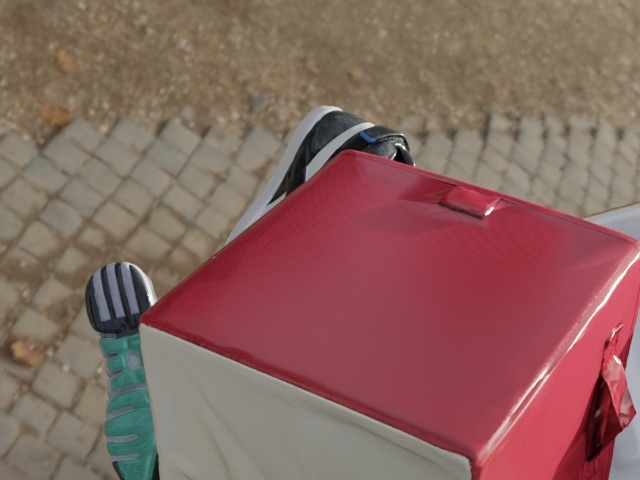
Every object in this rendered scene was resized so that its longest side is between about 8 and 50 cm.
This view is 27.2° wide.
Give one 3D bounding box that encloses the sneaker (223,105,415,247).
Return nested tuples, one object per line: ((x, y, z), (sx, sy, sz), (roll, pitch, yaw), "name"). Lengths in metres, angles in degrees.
((0.000, 0.000, 1.057), (0.121, 0.217, 0.079), (22, -4, 42), "sneaker")

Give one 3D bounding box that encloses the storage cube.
((0.041, 0.091, 0.701), (0.215, 0.184, 0.193), (20, 39, 26), "storage cube")

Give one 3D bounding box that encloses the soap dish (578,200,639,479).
((0.240, 0.083, 0.833), (0.118, 0.290, 0.229), (39, 39, -58), "soap dish")

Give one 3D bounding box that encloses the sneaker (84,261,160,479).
((-0.159, 0.129, 1.242), (0.098, 0.083, 0.224), (-7, 89, -84), "sneaker")
